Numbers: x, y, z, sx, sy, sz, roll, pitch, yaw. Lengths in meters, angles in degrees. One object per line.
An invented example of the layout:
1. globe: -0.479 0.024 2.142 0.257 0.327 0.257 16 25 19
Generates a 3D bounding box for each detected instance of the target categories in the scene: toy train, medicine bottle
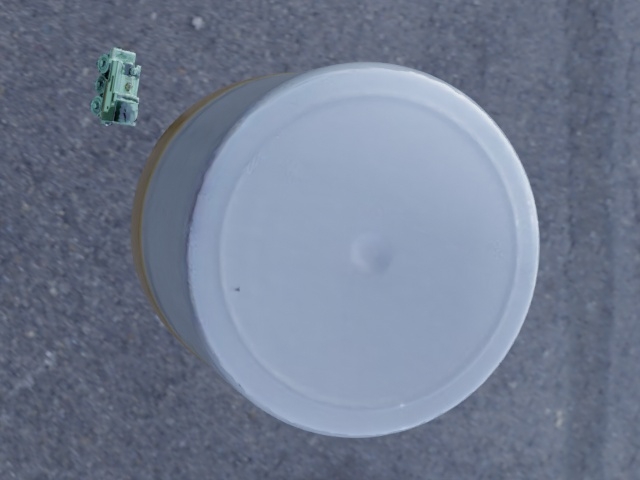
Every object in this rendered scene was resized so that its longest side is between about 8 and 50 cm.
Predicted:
1. toy train: -0.210 -0.159 1.227 0.033 0.053 0.083 8 93 -45
2. medicine bottle: 0.000 0.000 0.824 0.238 0.232 0.238 -2 96 -16
